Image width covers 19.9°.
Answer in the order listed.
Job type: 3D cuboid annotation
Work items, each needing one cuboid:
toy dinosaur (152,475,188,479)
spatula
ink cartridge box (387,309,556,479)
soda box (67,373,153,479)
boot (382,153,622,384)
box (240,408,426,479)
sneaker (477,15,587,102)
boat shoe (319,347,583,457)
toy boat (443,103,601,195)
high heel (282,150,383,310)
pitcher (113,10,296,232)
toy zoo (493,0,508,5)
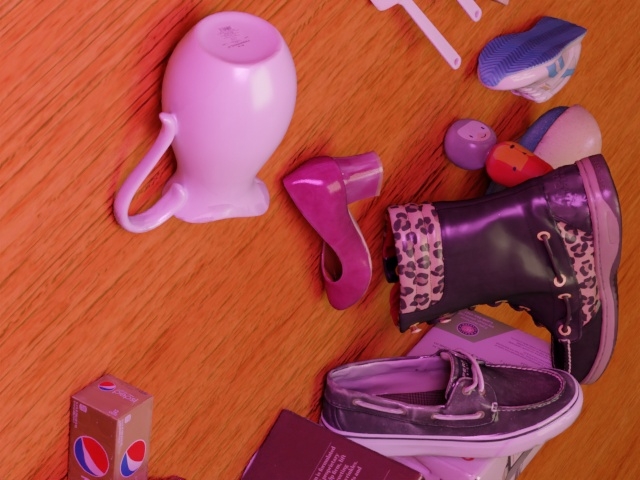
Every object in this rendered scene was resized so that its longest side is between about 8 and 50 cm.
[{"bbox_3d":[-0.166,0.270,1.993,0.082,0.047,0.090,-61,149,-55],"label":"toy dinosaur"},{"bbox_3d":[0.131,-0.306,2.072,0.168,0.019,0.242,-62,143,-12],"label":"spatula"},{"bbox_3d":[0.192,0.232,2.450,0.273,0.198,0.115,-43,146,-38],"label":"ink cartridge box"},{"bbox_3d":[-0.214,0.230,1.842,0.058,0.061,0.181,-34,139,-48],"label":"soda box"},{"bbox_3d":[0.226,0.060,2.293,0.377,0.284,0.138,86,-7,-50],"label":"boot"},{"bbox_3d":[0.018,0.339,2.203,0.168,0.203,0.167,-58,153,-17],"label":"box"},{"bbox_3d":[0.275,-0.222,2.379,0.228,0.087,0.092,-26,135,-51],"label":"sneaker"},{"bbox_3d":[0.165,0.196,2.273,0.121,0.335,0.119,-104,-171,-49],"label":"boat shoe"},{"bbox_3d":[0.259,-0.083,2.422,0.267,0.148,0.318,-61,161,-2],"label":"toy boat"},{"bbox_3d":[0.000,0.000,2.079,0.117,0.082,0.244,-13,144,-21],"label":"high heel"},{"bbox_3d":[-0.112,-0.103,1.727,0.177,0.125,0.207,-25,145,-34],"label":"pitcher"},{"bbox_3d":[0.231,-0.441,2.183,0.192,0.030,0.293,11,100,-63],"label":"toy zoo"}]
